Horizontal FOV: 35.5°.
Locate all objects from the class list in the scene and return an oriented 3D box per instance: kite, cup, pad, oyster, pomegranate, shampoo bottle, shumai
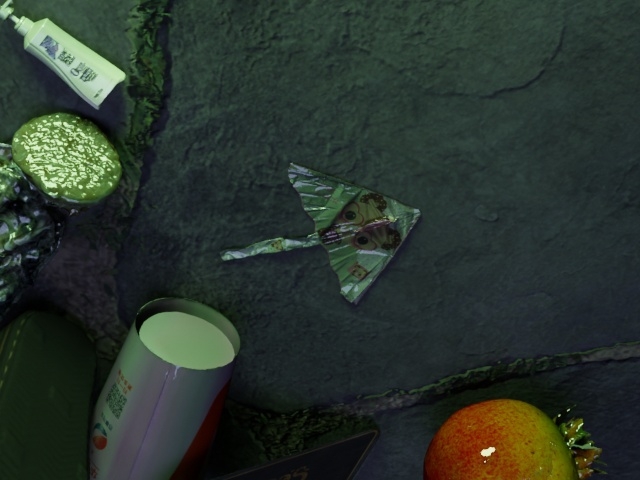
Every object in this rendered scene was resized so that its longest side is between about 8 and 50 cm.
[{"bbox_3d":[0.000,-0.001,1.195,0.250,0.012,0.229,-12,126,13],"label":"kite"},{"bbox_3d":[-0.207,0.225,1.286,0.203,0.203,0.288,16,121,-10],"label":"cup"},{"bbox_3d":[-0.068,0.361,1.327,0.376,0.063,0.314,-10,139,-37],"label":"pad"},{"bbox_3d":[-0.400,0.003,1.180,0.252,0.087,0.199,-34,115,15],"label":"oyster"},{"bbox_3d":[0.248,0.304,1.304,0.235,0.210,0.210,-25,124,7],"label":"pomegranate"},{"bbox_3d":[-0.273,-0.195,1.035,0.141,0.034,0.049,37,127,-22],"label":"shampoo bottle"},{"bbox_3d":[-0.280,-0.076,1.104,0.124,0.099,0.087,45,152,7],"label":"shumai"}]

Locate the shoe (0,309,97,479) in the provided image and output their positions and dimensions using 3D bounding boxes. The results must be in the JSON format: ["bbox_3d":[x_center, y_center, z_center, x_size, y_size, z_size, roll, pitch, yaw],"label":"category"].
[{"bbox_3d":[-0.395,0.280,1.202,0.237,0.383,0.171,-37,129,28],"label":"shoe"}]
